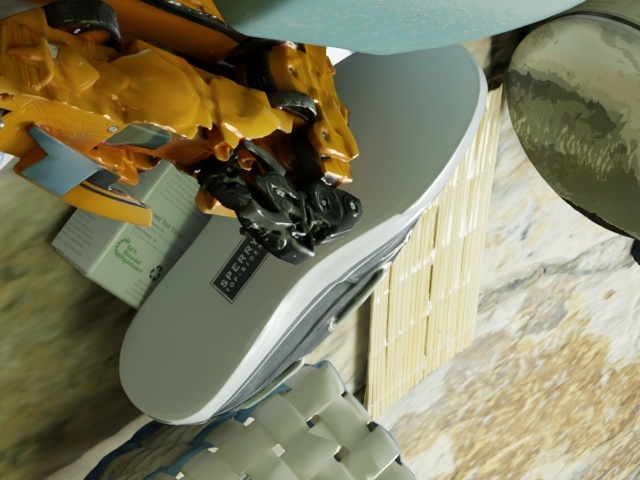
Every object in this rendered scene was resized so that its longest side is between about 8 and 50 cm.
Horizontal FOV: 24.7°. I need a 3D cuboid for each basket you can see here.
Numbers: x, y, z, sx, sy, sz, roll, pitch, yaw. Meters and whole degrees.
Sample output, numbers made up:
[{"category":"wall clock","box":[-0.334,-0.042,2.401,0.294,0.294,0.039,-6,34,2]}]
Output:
[{"category":"basket","box":[-0.075,0.220,1.065,0.255,0.201,0.289,-36,-178,-29]}]

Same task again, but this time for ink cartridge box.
[{"category":"ink cartridge box","box":[-0.047,-0.037,0.978,0.224,0.045,0.223,-51,149,-4]}]

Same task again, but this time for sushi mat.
[{"category":"sushi mat","box":[0.094,0.014,1.248,0.151,0.019,0.316,-32,143,-30]}]

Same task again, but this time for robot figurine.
[{"category":"robot figurine","box":[-0.086,-0.091,0.754,0.085,0.211,0.291,-26,155,29]}]

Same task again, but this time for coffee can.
[{"category":"coffee can","box":[0.312,-0.157,1.186,0.275,0.201,0.201,-39,146,-29]}]

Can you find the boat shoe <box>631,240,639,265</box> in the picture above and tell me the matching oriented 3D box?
[{"category":"boat shoe","box":[0.451,-0.040,1.629,0.258,0.089,0.109,-26,127,-30]}]

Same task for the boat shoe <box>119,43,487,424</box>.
[{"category":"boat shoe","box":[0.000,0.000,0.925,0.301,0.108,0.102,-51,156,9]}]

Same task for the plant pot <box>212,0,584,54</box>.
[{"category":"plant pot","box":[0.046,-0.226,0.728,0.252,0.248,0.247,-39,159,30]}]

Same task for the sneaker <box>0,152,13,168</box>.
[{"category":"sneaker","box":[-0.211,-0.032,0.753,0.190,0.071,0.083,-38,161,-22]}]
